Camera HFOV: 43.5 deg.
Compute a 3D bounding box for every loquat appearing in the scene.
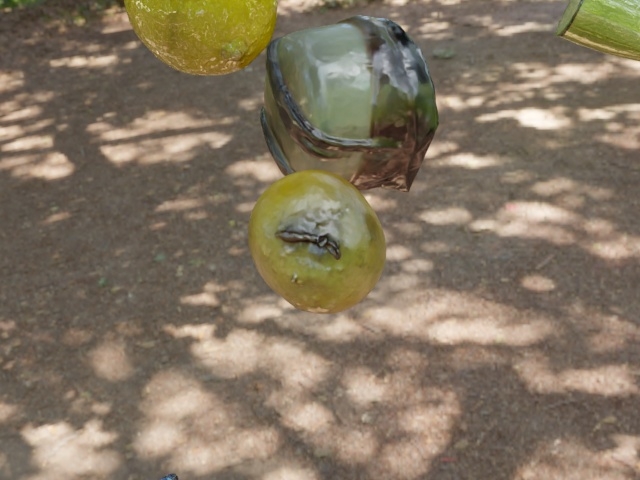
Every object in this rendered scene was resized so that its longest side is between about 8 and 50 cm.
[{"bbox_3d":[0.000,0.000,0.950,0.149,0.172,0.204,-37,-3,16],"label":"loquat"}]

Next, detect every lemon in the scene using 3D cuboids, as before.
[{"bbox_3d":[-0.139,-0.283,0.944,0.178,0.178,0.203,-17,59,-21],"label":"lemon"}]

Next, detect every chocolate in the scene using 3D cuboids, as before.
[{"bbox_3d":[0.016,-0.188,1.191,0.186,0.283,0.283,-16,28,-27],"label":"chocolate"}]

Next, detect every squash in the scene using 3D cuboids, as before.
[{"bbox_3d":[0.439,-0.280,1.072,0.224,0.094,0.094,21,32,6],"label":"squash"}]

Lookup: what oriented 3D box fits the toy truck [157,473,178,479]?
[{"bbox_3d":[-0.251,0.412,1.225,0.074,0.136,0.063,-13,56,-28],"label":"toy truck"}]
